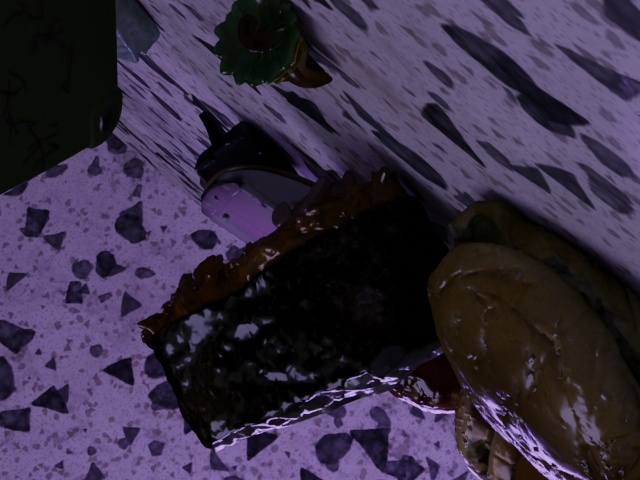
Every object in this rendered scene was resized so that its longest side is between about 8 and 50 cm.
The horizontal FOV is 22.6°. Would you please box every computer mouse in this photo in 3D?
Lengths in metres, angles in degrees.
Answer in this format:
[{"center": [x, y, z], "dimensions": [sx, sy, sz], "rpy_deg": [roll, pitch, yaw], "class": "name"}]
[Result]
[{"center": [0.000, 0.000, 1.956], "dimensions": [0.310, 0.072, 0.158], "rpy_deg": [33, 152, -12], "class": "computer mouse"}]

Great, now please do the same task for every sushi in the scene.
[{"center": [-0.007, 0.076, 1.631], "dimensions": [0.234, 0.348, 0.208], "rpy_deg": [-17, -100, -62], "class": "sushi"}]

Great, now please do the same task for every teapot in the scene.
[{"center": [-0.091, -0.096, 2.032], "dimensions": [0.177, 0.087, 0.096], "rpy_deg": [44, -162, -26], "class": "teapot"}]

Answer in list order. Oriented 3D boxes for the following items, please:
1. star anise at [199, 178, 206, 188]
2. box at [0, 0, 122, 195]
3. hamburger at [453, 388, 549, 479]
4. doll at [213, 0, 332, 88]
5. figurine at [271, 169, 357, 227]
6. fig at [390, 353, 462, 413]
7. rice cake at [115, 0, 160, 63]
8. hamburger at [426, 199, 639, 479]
[{"center": [-0.030, 0.060, 2.510], "dimensions": [0.359, 0.139, 0.316], "rpy_deg": [36, 166, 40], "class": "star anise"}, {"center": [-0.289, -0.195, 1.294], "dimensions": [0.177, 0.252, 0.329], "rpy_deg": [23, 130, 31], "class": "box"}, {"center": [0.208, 0.166, 1.554], "dimensions": [0.118, 0.182, 0.191], "rpy_deg": [26, 166, 37], "class": "hamburger"}, {"center": [-0.043, -0.149, 1.315], "dimensions": [0.078, 0.076, 0.113], "rpy_deg": [45, 176, 18], "class": "doll"}, {"center": [0.023, -0.010, 1.779], "dimensions": [0.138, 0.125, 0.125], "rpy_deg": [29, 180, -27], "class": "figurine"}, {"center": [0.152, 0.108, 1.828], "dimensions": [0.159, 0.159, 0.257], "rpy_deg": [40, -165, 8], "class": "fig"}, {"center": [-0.271, -0.299, 1.742], "dimensions": [0.066, 0.063, 0.336], "rpy_deg": [28, 168, 28], "class": "rice cake"}, {"center": [0.196, 0.109, 1.336], "dimensions": [0.285, 0.134, 0.265], "rpy_deg": [36, 168, 43], "class": "hamburger"}]
